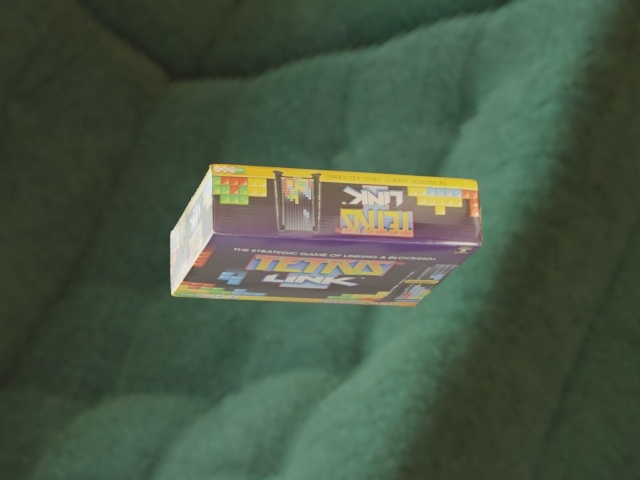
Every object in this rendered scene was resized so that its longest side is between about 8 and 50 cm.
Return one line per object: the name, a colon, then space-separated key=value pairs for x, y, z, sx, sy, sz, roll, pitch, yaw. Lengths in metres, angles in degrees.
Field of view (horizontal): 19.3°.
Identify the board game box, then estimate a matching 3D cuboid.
board game box: x=0.000 y=0.000 z=1.195 sx=0.141 sy=0.170 sz=0.048 roll=131 pitch=140 yaw=-68
